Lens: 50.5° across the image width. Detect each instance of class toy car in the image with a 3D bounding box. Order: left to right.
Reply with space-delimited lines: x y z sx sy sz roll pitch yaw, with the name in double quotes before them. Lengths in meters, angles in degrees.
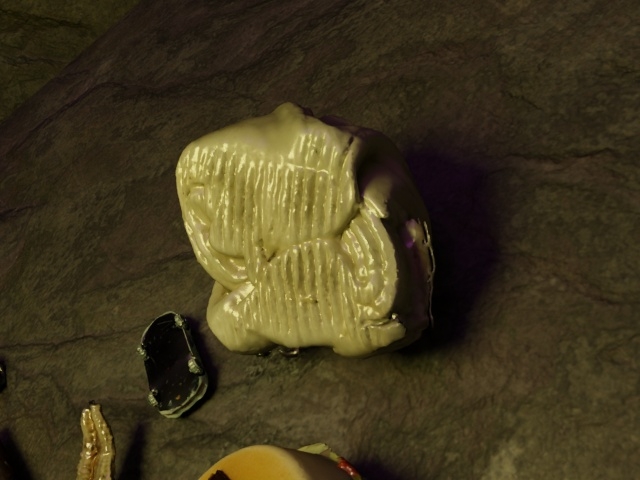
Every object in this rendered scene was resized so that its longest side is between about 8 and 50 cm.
"toy car" -0.234 0.191 1.077 0.095 0.056 0.205 -40 36 3

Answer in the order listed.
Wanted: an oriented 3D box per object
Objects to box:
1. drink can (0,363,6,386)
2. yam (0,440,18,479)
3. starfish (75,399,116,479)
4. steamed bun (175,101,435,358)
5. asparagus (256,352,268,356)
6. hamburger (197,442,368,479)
"drink can" -0.741 0.326 1.338 0.235 0.097 0.097 -40 40 1
"yam" -0.546 0.404 1.090 0.131 0.131 0.279 -51 39 -11
"starfish" -0.302 0.407 0.909 0.432 0.082 0.324 -49 50 -5
"steamed bun" 0.000 0.000 0.923 0.394 0.237 0.347 43 116 19
"asparagus" -0.129 0.136 1.063 0.165 0.030 0.036 25 100 47
"hamburger" -0.045 0.356 0.688 0.302 0.170 0.302 -32 36 27
